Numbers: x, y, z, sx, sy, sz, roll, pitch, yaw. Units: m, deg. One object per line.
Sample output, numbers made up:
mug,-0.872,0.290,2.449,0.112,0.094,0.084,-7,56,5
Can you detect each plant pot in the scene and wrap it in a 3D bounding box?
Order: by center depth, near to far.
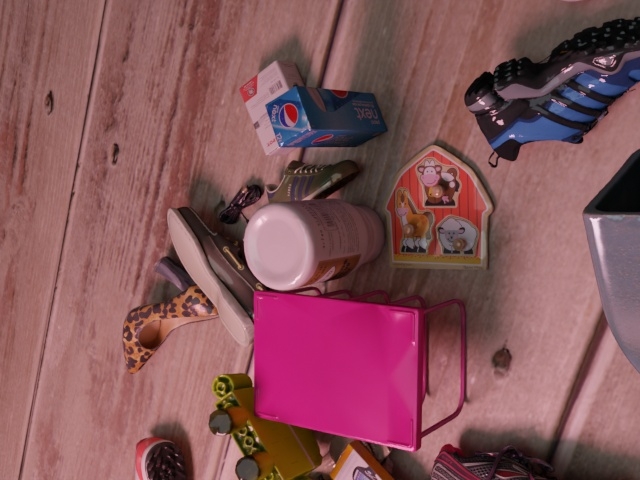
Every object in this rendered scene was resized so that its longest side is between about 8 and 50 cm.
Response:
plant pot,0.471,0.044,0.935,0.247,0.248,0.252,3,115,36

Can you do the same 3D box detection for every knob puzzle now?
knob puzzle,0.175,-0.051,1.257,0.213,0.030,0.213,4,97,36

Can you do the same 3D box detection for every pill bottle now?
pill bottle,0.000,0.000,1.265,0.131,0.229,0.131,4,97,35

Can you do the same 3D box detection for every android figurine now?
android figurine,-0.085,0.325,1.345,0.056,0.273,0.248,-38,74,13

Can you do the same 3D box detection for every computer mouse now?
computer mouse,-0.105,-0.008,1.459,0.106,0.042,0.193,-47,63,25

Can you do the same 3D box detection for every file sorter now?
file sorter,0.064,0.181,1.268,0.291,0.182,0.202,4,96,35

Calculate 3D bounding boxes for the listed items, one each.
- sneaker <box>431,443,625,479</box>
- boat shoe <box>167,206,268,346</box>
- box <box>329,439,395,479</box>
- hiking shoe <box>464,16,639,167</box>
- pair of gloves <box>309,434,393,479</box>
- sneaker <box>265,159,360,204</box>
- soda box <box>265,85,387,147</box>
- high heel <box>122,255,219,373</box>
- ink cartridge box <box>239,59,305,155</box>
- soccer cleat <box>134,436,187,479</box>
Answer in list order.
sneaker,0.296,0.353,1.167,0.299,0.121,0.112,-5,61,28
boat shoe,-0.180,0.052,1.488,0.305,0.091,0.109,54,152,20
box,0.081,0.404,1.324,0.136,0.028,0.081,43,122,26
hiking shoe,0.353,-0.203,1.087,0.304,0.113,0.132,-15,117,30
pair of gloves,0.099,0.422,1.356,0.240,0.042,0.204,48,124,26
sneaker,-0.025,-0.103,1.372,0.192,0.064,0.086,-35,80,36
soda box,0.013,-0.188,1.247,0.067,0.210,0.071,-24,81,35
high heel,-0.292,0.183,1.578,0.186,0.093,0.261,32,106,33
ink cartridge box,-0.068,-0.226,1.397,0.099,0.056,0.135,-29,78,35
soccer cleat,-0.317,0.556,1.647,0.116,0.109,0.318,-2,97,58
